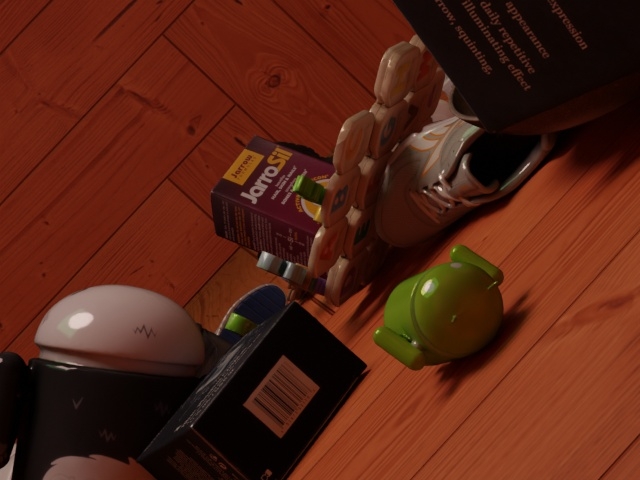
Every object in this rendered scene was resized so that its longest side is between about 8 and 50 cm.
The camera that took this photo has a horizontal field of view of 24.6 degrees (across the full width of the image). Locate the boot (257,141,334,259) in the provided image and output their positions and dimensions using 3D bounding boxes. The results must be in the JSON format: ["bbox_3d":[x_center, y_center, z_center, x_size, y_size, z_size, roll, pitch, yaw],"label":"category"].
[{"bbox_3d":[0.021,-0.028,1.823,0.083,0.246,0.161,-39,54,53],"label":"boot"}]

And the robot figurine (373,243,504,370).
[{"bbox_3d":[0.086,0.052,1.033,0.101,0.067,0.115,-43,4,-21],"label":"robot figurine"}]

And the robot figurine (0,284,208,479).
[{"bbox_3d":[-0.205,0.181,1.409,0.209,0.173,0.278,17,-100,-68],"label":"robot figurine"}]

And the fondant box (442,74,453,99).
[{"bbox_3d":[0.285,-0.280,1.720,0.330,0.096,0.238,-45,6,13],"label":"fondant box"}]

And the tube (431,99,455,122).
[{"bbox_3d":[0.153,-0.163,2.077,0.070,0.062,0.240,-6,2,1],"label":"tube"}]

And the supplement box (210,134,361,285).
[{"bbox_3d":[-0.018,-0.032,1.673,0.104,0.188,0.081,-56,-22,-32],"label":"supplement box"}]

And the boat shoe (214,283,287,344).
[{"bbox_3d":[-0.116,0.132,1.955,0.183,0.066,0.066,-48,5,-15],"label":"boat shoe"}]

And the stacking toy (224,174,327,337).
[{"bbox_3d":[-0.030,0.031,1.484,0.167,0.052,0.221,-67,-17,-5],"label":"stacking toy"}]

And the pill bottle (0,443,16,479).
[{"bbox_3d":[-0.402,0.358,1.794,0.334,0.188,0.188,-31,15,43],"label":"pill bottle"}]

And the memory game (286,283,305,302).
[{"bbox_3d":[0.000,0.000,1.956,0.186,0.012,0.186,-62,-10,-19],"label":"memory game"}]

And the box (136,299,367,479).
[{"bbox_3d":[-0.063,0.155,1.298,0.156,0.093,0.158,-50,6,-30],"label":"box"}]

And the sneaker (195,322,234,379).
[{"bbox_3d":[-0.199,0.208,1.648,0.296,0.147,0.104,-48,8,5],"label":"sneaker"}]

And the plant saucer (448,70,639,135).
[{"bbox_3d":[0.250,-0.180,1.234,0.310,0.050,0.310,-32,18,12],"label":"plant saucer"}]

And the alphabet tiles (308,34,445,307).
[{"bbox_3d":[0.067,-0.074,1.526,0.278,0.021,0.284,-34,-38,-60],"label":"alphabet tiles"}]

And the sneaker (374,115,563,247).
[{"bbox_3d":[0.132,-0.066,1.396,0.262,0.099,0.121,-44,11,36],"label":"sneaker"}]

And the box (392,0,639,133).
[{"bbox_3d":[0.216,-0.299,1.006,0.395,0.293,0.212,-21,22,46],"label":"box"}]
